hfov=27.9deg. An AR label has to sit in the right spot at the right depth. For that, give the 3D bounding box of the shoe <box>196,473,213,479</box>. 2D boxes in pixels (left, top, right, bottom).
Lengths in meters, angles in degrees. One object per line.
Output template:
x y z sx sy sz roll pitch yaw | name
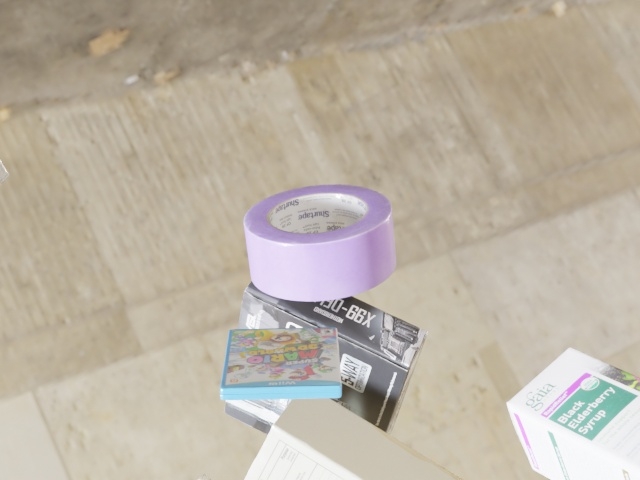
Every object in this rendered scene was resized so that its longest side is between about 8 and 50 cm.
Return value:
-0.155 0.290 1.211 0.219 0.058 0.076 -40 -178 29 | shoe

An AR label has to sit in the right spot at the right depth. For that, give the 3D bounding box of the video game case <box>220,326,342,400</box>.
-0.040 0.125 1.327 0.119 0.015 0.166 -1 -163 -1 | video game case

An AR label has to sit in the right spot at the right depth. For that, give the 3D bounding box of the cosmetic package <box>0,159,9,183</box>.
-0.334 -0.099 0.895 0.127 0.107 0.238 -52 139 -26 | cosmetic package

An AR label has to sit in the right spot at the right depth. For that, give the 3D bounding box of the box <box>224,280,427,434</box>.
-0.001 0.187 1.795 0.076 0.242 0.307 -58 168 -39 | box

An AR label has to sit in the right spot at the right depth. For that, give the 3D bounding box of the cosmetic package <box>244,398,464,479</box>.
0.061 0.342 1.671 0.160 0.309 0.113 -62 172 34 | cosmetic package

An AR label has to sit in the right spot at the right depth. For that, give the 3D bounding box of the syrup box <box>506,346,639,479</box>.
0.291 0.194 1.181 0.093 0.096 0.237 -37 -146 -20 | syrup box

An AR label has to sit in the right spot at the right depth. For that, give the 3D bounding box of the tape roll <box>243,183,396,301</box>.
0.000 0.000 1.633 0.189 0.080 0.189 -4 -155 2 | tape roll
